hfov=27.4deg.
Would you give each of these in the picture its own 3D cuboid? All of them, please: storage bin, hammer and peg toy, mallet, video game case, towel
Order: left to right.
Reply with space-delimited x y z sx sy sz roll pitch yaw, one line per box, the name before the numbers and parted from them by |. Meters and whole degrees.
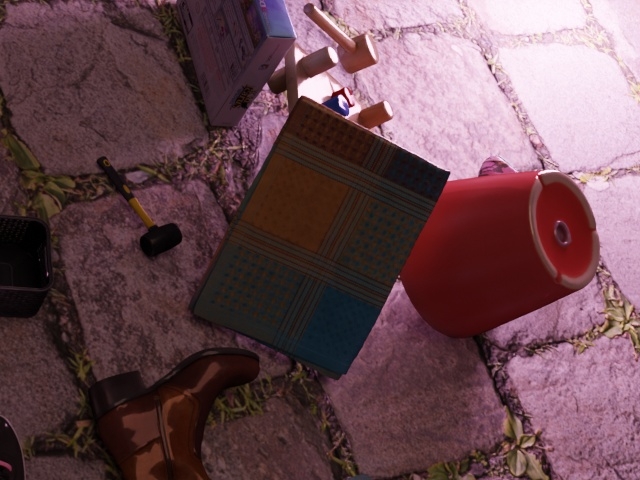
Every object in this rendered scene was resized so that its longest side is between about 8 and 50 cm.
storage bin | -0.476 0.033 1.852 0.180 0.084 0.122 5 57 -26
mallet | -0.283 -0.060 2.052 0.062 0.039 0.190 -17 65 -35
video game case | -0.145 -0.369 2.189 0.061 0.244 0.270 -2 61 -29
towel | 0.000 0.000 2.006 0.271 0.040 0.370 27 94 -9
hammer and peg toy | 0.015 -0.213 2.186 0.266 0.127 0.361 36 40 -48

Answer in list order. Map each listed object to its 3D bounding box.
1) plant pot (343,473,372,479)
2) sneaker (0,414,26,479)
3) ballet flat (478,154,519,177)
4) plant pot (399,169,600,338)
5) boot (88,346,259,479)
plant pot | 0.007 0.435 1.798 0.165 0.166 0.234 48 44 7
sneaker | -0.415 0.332 1.646 0.104 0.147 0.296 15 53 -17
ballet flat | 0.379 -0.068 2.393 0.221 0.077 0.079 35 68 3
plant pot | 0.297 0.010 2.122 0.275 0.243 0.275 17 66 -43
boot | -0.164 0.301 1.835 0.264 0.096 0.281 -10 66 -33
